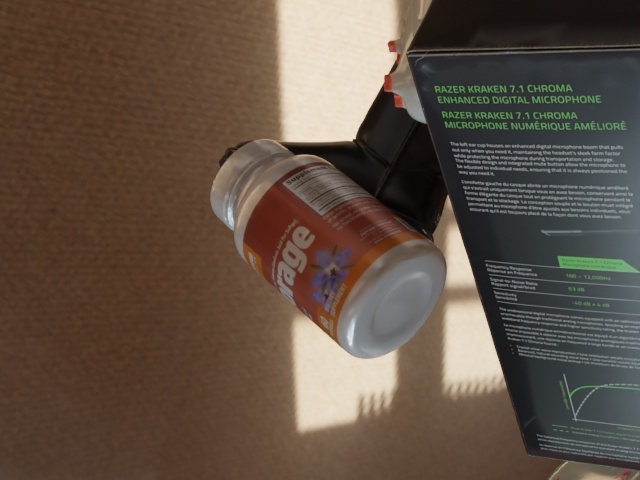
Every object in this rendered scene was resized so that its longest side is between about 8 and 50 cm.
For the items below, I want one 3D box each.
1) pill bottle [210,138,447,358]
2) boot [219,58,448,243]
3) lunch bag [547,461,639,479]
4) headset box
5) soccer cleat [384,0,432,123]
[{"bbox_3d":[0.000,0.000,1.134,0.121,0.216,0.121,-30,141,-28],"label":"pill bottle"},{"bbox_3d":[0.045,-0.106,1.327,0.207,0.246,0.094,-62,164,-22],"label":"boot"},{"bbox_3d":[0.271,0.251,1.096,0.108,0.224,0.279,52,45,-1],"label":"lunch bag"},{"bbox_3d":[0.163,-0.069,0.604,0.246,0.131,0.283,-63,144,-39],"label":"headset box"},{"bbox_3d":[0.086,-0.170,0.804,0.068,0.076,0.196,26,66,-71],"label":"soccer cleat"}]
